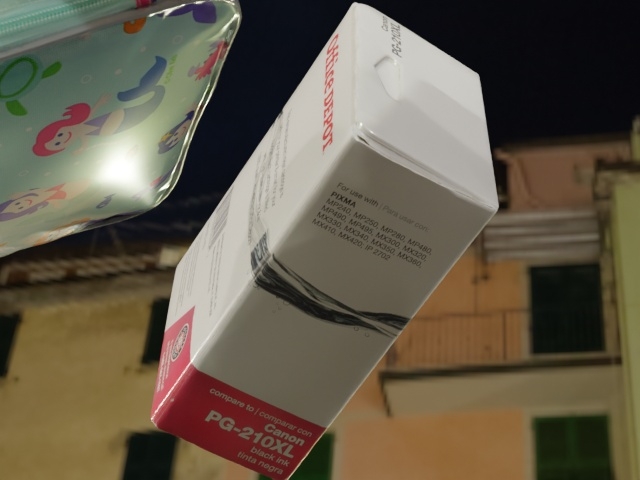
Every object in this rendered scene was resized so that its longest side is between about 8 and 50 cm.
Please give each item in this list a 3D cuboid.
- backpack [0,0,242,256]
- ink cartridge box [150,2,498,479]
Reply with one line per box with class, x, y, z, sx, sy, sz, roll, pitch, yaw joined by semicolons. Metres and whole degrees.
backpack;-0.163;-0.092;0.577;0.253;0.191;0.225;-12;-23;-24
ink cartridge box;0.000;0.000;0.924;0.100;0.172;0.237;27;-60;-16
